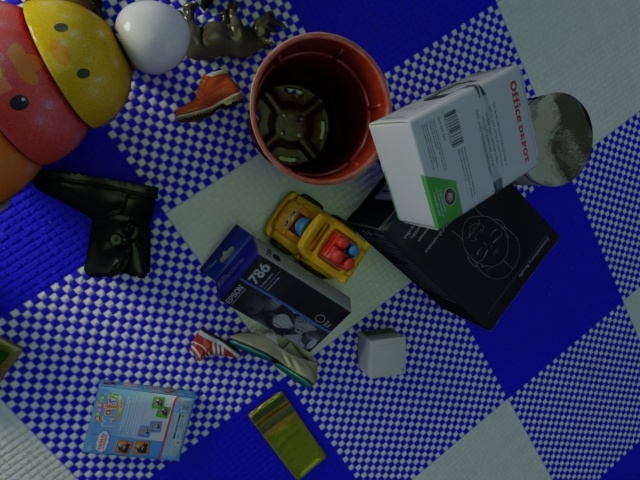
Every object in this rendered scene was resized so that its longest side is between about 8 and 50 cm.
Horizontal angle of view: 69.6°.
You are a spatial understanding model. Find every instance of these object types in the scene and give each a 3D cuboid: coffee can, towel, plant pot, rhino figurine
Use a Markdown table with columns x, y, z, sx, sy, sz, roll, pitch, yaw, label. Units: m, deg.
| x | y | z | sx | sy | sz | roll | pitch | yaw | label |
| --- | --- | --- | --- | --- | --- | --- | --- | --- | --- |
| 0.465 | -0.232 | 1.113 | 0.201 | 0.275 | 0.202 | -3 | 99 | -17 | coffee can |
| -0.080 | 0.502 | 1.177 | 0.102 | 0.021 | 0.237 | -34 | 106 | -10 | towel |
| -0.031 | -0.254 | 0.961 | 0.272 | 0.265 | 0.273 | -3 | 99 | -17 | plant pot |
| -0.189 | -0.446 | 0.987 | 0.243 | 0.073 | 0.106 | -11 | 97 | -17 | rhino figurine |

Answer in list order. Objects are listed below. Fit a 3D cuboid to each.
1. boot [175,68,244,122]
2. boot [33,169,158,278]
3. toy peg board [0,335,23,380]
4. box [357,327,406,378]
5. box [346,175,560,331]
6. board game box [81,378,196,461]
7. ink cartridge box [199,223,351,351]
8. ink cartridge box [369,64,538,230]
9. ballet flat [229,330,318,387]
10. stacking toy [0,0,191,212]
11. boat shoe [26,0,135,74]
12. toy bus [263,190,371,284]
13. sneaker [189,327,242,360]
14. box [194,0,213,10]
| x | y | z | sx | sy | sz | roll | pitch | yaw | label |
| --- | --- | --- | --- | --- | --- | --- | --- | --- | --- |
| -0.253 | -0.312 | 0.997 | 0.158 | 0.059 | 0.085 | -31 | 102 | -20 | boot |
| -0.466 | -0.029 | 0.944 | 0.246 | 0.094 | 0.207 | 9 | 91 | -24 | boot |
| -0.724 | 0.254 | 0.911 | 0.161 | 0.079 | 0.161 | 36 | 86 | -18 | toy peg board |
| 0.157 | 0.289 | 1.186 | 0.101 | 0.087 | 0.102 | -3 | 98 | -17 | box |
| 0.321 | -0.027 | 1.130 | 0.395 | 0.212 | 0.293 | 41 | 84 | -17 | box |
| -0.410 | 0.413 | 1.052 | 0.211 | 0.039 | 0.160 | 15 | 93 | -19 | board game box |
| -0.105 | 0.119 | 1.062 | 0.332 | 0.065 | 0.165 | 34 | 115 | -17 | ink cartridge box |
| 0.265 | -0.182 | 0.889 | 0.289 | 0.121 | 0.211 | -30 | 112 | -22 | ink cartridge box |
| -0.104 | 0.268 | 1.116 | 0.248 | 0.086 | 0.086 | 37 | 86 | -20 | ballet flat |
| -0.449 | -0.286 | 0.763 | 0.479 | 0.350 | 0.351 | -27 | 104 | -7 | stacking toy |
| -0.470 | -0.451 | 0.878 | 0.307 | 0.110 | 0.104 | 40 | 86 | -18 | boat shoe |
| 0.000 | 0.000 | 1.035 | 0.220 | 0.211 | 0.149 | 36 | 88 | -17 | toy bus |
| -0.248 | 0.263 | 1.080 | 0.118 | 0.042 | 0.067 | 33 | 83 | -11 | sneaker |
| -0.141 | -0.607 | 0.864 | 0.073 | 0.293 | 0.295 | 42 | 85 | -19 | box |
